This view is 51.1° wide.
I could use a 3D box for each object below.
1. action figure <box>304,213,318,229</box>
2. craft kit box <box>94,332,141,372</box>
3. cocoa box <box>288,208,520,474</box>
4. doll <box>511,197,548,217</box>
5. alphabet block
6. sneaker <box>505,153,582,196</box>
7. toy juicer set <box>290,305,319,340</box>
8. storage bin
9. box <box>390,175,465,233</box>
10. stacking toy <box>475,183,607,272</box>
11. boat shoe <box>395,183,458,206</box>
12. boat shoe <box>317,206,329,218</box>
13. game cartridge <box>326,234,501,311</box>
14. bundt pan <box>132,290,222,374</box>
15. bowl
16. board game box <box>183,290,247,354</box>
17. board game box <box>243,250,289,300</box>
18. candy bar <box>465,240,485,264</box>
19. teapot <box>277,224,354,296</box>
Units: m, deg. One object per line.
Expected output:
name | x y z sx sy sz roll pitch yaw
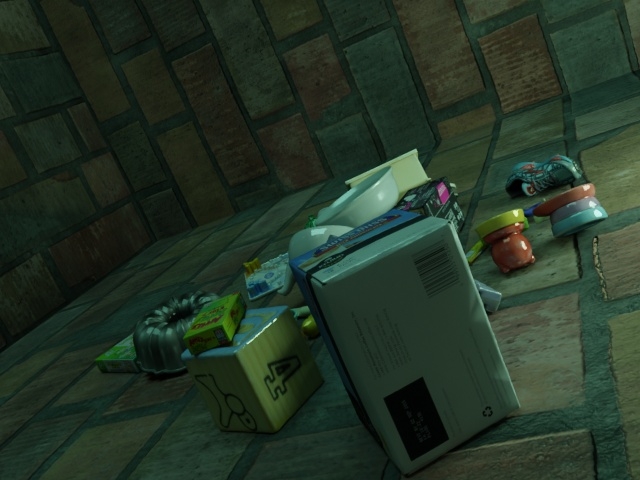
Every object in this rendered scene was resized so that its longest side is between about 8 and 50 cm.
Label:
action figure | 0.000 0.000 2.259 0.137 0.063 0.232 -21 55 2
craft kit box | -0.576 0.345 2.204 0.246 0.061 0.250 -14 16 44
cocoa box | 0.132 0.153 1.122 0.231 0.347 0.228 -26 13 -11
doll | 0.548 -0.063 1.871 0.189 0.046 0.129 -23 6 7
alphabet block | -0.144 0.275 1.441 0.192 0.197 0.193 -10 20 42
sneaker | 0.677 -0.178 2.049 0.125 0.104 0.262 -49 19 -22
toy juicer set | -0.088 0.216 1.796 0.209 0.089 0.329 -19 14 19
storage bin | 0.246 -0.157 2.329 0.262 0.123 0.260 -25 -22 1
box | 0.320 -0.064 2.014 0.142 0.163 0.247 -18 15 31
stacking toy | 0.547 -0.012 1.673 0.309 0.130 0.279 -20 -12 3
boat shoe | 0.325 -0.093 2.257 0.324 0.097 0.116 -22 -27 -7
boat shoe | 0.078 -0.078 2.509 0.226 0.083 0.076 8 18 29
game cartridge | 0.199 0.066 1.502 0.355 0.068 0.230 16 10 -14
bundt pan | -0.411 0.256 2.004 0.330 0.124 0.331 -15 20 6
bowl | 0.137 -0.091 2.073 0.298 0.134 0.298 -37 7 6
board game box | -0.223 0.174 1.439 0.092 0.043 0.181 -21 14 11
board game box | -0.098 0.070 2.443 0.390 0.050 0.390 -25 13 -4
candy bar | 0.421 0.027 1.806 0.040 0.018 0.161 -15 16 45
teapot | 0.030 0.074 1.960 0.252 0.187 0.256 5 -20 -24
